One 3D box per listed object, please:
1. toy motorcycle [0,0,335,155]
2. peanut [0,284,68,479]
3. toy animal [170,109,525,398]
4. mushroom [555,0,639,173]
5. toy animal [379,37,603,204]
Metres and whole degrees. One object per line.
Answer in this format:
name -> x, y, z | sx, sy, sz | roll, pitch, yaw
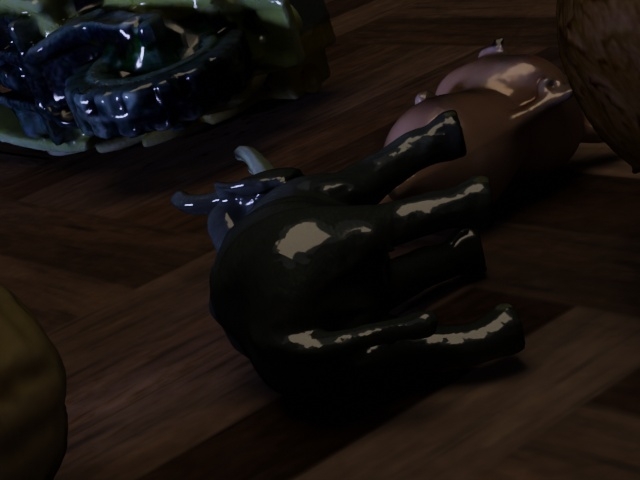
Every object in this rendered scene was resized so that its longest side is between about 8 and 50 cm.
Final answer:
toy motorcycle -> -0.158, -0.156, 1.203 | 0.237, 0.169, 0.410 | -33, 30, -28
peanut -> -0.212, 0.097, 0.586 | 0.256, 0.123, 0.123 | -29, 22, -26
toy animal -> 0.009, -0.003, 0.743 | 0.137, 0.082, 0.269 | -17, 19, -6
mushroom -> 0.257, -0.112, 0.628 | 0.345, 0.345, 0.239 | -11, 60, 14
toy animal -> 0.084, -0.052, 0.849 | 0.150, 0.089, 0.083 | -25, 41, -35
